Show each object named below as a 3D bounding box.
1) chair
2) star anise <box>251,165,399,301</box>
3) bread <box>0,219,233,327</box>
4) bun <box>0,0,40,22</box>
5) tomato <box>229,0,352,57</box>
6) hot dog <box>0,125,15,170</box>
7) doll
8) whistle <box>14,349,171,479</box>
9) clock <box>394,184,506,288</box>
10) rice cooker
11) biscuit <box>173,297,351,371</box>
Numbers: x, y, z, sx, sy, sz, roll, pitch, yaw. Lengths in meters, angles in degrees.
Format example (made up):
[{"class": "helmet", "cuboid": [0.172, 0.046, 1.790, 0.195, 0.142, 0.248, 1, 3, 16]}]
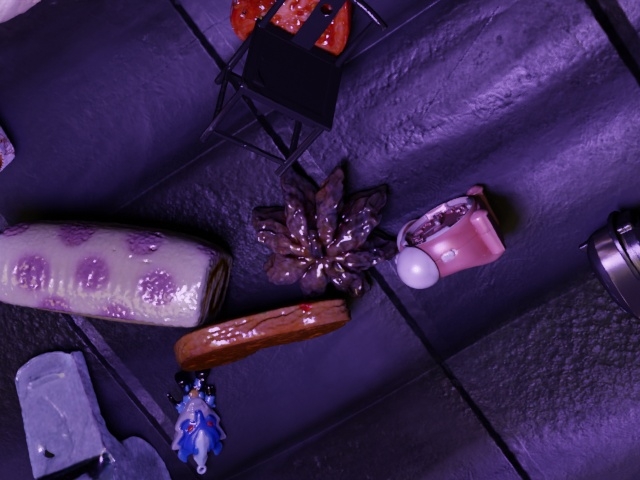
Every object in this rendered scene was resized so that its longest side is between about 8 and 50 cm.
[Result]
[{"class": "chair", "cuboid": [-0.041, -0.226, 1.626, 0.154, 0.141, 0.260, 24, 142, -19]}, {"class": "star anise", "cuboid": [0.000, -0.001, 1.797, 0.223, 0.109, 0.236, -7, 114, 19]}, {"class": "bread", "cuboid": [-0.319, 0.049, 1.834, 0.338, 0.187, 0.155, 8, 87, 9]}, {"class": "bun", "cuboid": [-0.472, -0.431, 1.644, 0.259, 0.160, 0.259, -3, 114, -7]}, {"class": "tomato", "cuboid": [-0.038, -0.340, 1.655, 0.174, 0.082, 0.166, 8, 143, 5]}, {"class": "hot dog", "cuboid": [-0.545, -0.190, 1.827, 0.108, 0.059, 0.191, 5, 132, 58]}, {"class": "doll", "cuboid": [-0.210, 0.310, 1.999, 0.096, 0.070, 0.195, -10, 111, -18]}, {"class": "whistle", "cuboid": [-0.401, 0.392, 2.002, 0.168, 0.188, 0.405, -23, 107, 20]}, {"class": "clock", "cuboid": [0.188, 0.006, 1.732, 0.162, 0.166, 0.093, -26, 107, 13]}, {"class": "rice cooker", "cuboid": [0.459, 0.037, 1.717, 0.106, 0.112, 0.165, -37, 102, 29]}, {"class": "biscuit", "cuboid": [-0.094, 0.144, 1.845, 0.277, 0.262, 0.052, -13, 80, -5]}]
